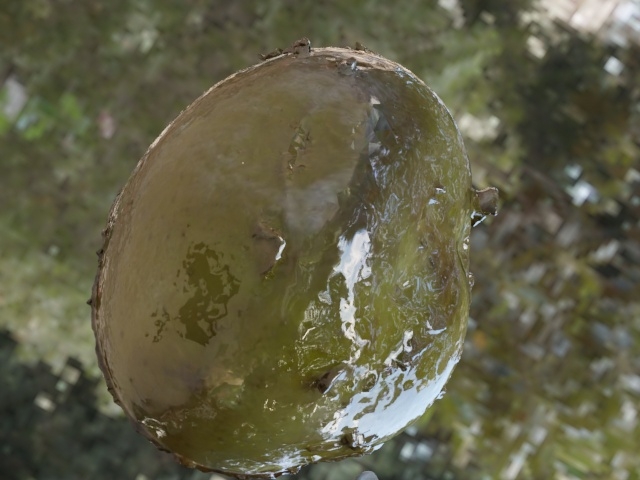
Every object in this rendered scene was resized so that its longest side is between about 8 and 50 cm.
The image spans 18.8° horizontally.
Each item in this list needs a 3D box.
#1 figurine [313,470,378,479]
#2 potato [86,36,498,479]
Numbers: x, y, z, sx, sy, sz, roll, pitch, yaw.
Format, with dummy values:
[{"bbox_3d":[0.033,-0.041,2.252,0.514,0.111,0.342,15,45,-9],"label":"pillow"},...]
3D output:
[{"bbox_3d":[0.053,0.318,2.022,0.126,0.192,0.147,-14,-110,25],"label":"figurine"},{"bbox_3d":[0.000,0.000,1.909,0.319,0.385,0.442,-52,-164,51],"label":"potato"}]
